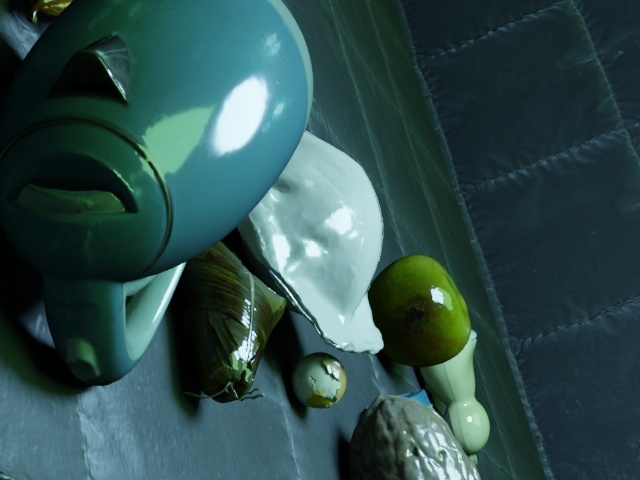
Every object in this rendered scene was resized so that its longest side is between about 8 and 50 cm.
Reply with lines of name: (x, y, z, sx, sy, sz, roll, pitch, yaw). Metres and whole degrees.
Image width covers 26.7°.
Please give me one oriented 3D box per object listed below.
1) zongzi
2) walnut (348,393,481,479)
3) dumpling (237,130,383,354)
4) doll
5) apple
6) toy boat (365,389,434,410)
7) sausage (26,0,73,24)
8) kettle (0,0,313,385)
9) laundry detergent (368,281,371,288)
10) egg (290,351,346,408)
zongzi: (-0.125, 0.065, 1.389, 0.184, 0.084, 0.187, 49, 23, -17)
walnut: (0.120, 0.309, 1.778, 0.230, 0.178, 0.178, 68, 12, 19)
dumpling: (-0.026, -0.025, 1.710, 0.260, 0.181, 0.341, -1, 92, -67)
doll: (0.238, 0.266, 2.455, 0.141, 0.117, 0.296, -10, 92, -83)
apple: (0.159, 0.119, 2.235, 0.196, 0.156, 0.196, -22, 90, -78)
toy boat: (0.124, 0.281, 1.990, 0.215, 0.088, 0.102, 5, 68, -77)
sausage: (-0.241, -0.286, 1.411, 0.328, 0.112, 0.112, -70, 137, -67)
kettle: (-0.157, -0.048, 1.151, 0.342, 0.247, 0.320, -68, 161, -61)
laundry detergent: (0.000, 0.000, 1.977, 0.221, 0.078, 0.144, 43, 27, -57)
egg: (-0.002, 0.177, 1.697, 0.083, 0.071, 0.071, 67, 5, -74)
